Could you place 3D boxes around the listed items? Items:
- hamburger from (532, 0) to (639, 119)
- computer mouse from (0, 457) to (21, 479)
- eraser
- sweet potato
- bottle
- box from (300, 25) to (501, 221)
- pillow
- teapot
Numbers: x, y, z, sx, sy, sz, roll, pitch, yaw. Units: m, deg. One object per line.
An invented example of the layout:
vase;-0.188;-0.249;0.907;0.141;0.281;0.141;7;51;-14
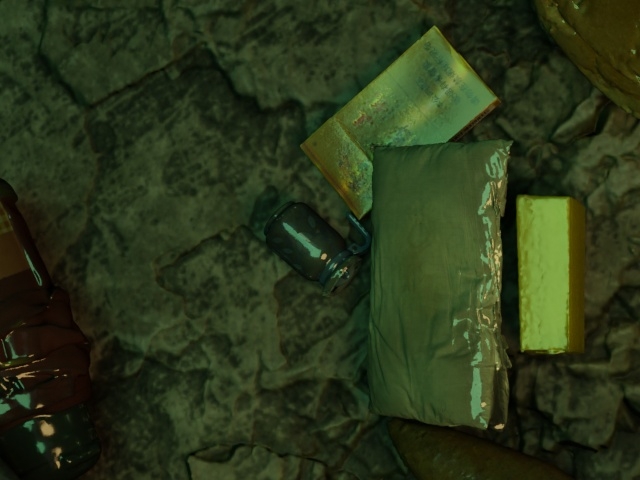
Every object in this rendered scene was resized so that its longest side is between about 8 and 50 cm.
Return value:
hamburger;0.301;-0.219;1.055;0.285;0.134;0.265;45;96;18
computer mouse;-0.348;0.240;1.187;0.374;0.114;0.203;-7;112;29
eraser;0.181;0.029;1.086;0.045;0.097;0.122;0;86;17
sweet potato;0.190;0.253;1.075;0.346;0.079;0.108;54;130;14
bottle;-0.284;0.090;1.196;0.156;0.143;0.271;-27;86;40
box;0.067;-0.098;1.171;0.156;0.022;0.089;-39;75;10
pillow;0.092;0.032;1.099;0.148;0.050;0.230;-1;84;43
teapot;-0.002;0.003;1.174;0.083;0.063;0.049;41;138;14
